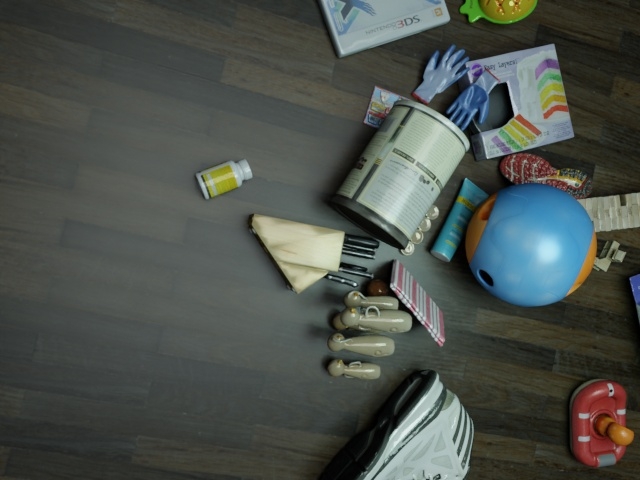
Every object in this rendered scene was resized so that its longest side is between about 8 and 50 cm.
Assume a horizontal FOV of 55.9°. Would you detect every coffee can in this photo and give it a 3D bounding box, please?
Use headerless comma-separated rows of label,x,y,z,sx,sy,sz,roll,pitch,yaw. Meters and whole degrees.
coffee can,0.178,-0.146,1.361,0.202,0.201,0.275,34,86,-12

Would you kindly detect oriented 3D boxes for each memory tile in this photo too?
memory tile,0.216,-0.047,1.477,0.113,0.012,0.148,37,82,-12

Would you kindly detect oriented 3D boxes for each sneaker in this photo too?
sneaker,0.559,-0.151,1.525,0.225,0.093,0.088,21,86,3
sneaker,0.197,0.547,1.405,0.447,0.169,0.257,-45,99,-11

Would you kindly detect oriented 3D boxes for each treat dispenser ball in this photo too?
treat dispenser ball,0.484,0.009,1.402,0.288,0.288,0.288,0,91,-14

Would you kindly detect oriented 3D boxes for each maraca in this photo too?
maraca,0.435,-0.594,1.478,0.186,0.099,0.127,-1,89,12

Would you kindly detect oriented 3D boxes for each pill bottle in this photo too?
pill bottle,-0.214,-0.140,1.341,0.116,0.065,0.065,-23,97,-12

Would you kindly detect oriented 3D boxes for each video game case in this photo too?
video game case,0.123,-0.634,1.427,0.300,0.036,0.328,-22,96,-13

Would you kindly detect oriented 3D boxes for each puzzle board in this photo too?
puzzle board,0.176,-0.307,1.461,0.128,0.011,0.096,18,87,-14

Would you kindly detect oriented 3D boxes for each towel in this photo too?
towel,0.226,0.145,1.423,0.029,0.144,0.197,-37,100,19

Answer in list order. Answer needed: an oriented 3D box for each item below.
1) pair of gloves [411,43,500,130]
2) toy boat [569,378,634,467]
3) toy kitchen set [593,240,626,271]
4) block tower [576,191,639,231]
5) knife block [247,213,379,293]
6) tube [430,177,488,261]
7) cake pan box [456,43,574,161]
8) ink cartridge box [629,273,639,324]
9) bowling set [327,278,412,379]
pair of gloves,0.328,-0.363,1.445,0.198,0.023,0.159,40,106,8
toy boat,0.736,0.476,1.546,0.151,0.151,0.230,-3,92,-14
toy kitchen set,0.741,0.029,1.579,0.075,0.068,0.083,30,84,-13
block tower,0.768,-0.075,1.572,0.336,0.091,0.097,-8,94,-13
knife block,0.000,0.000,1.386,0.242,0.088,0.275,-35,99,-11
tube,0.342,-0.047,1.494,0.080,0.052,0.207,35,77,-23
cake pan box,0.480,-0.343,1.508,0.267,0.070,0.245,-14,92,-12
ink cartridge box,0.988,0.205,1.589,0.304,0.072,0.307,-17,100,-11
bowling set,0.086,0.182,1.391,0.154,0.287,0.199,7,45,-12
